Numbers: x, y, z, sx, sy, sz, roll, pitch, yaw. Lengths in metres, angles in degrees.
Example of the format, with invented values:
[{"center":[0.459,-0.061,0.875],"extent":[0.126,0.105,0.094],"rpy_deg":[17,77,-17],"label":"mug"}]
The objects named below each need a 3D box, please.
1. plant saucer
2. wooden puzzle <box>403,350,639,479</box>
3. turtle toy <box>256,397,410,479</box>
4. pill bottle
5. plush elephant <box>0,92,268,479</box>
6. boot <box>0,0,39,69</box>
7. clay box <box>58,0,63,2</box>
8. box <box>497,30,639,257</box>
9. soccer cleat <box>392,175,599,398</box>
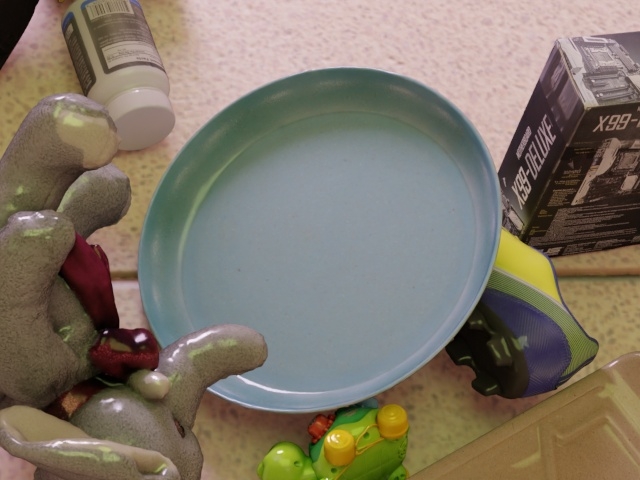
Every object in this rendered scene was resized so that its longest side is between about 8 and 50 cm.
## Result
[{"center":[0.000,0.000,1.212],"extent":[0.318,0.043,0.317],"rpy_deg":[-9,62,16],"label":"plant saucer"},{"center":[0.205,0.293,1.112],"extent":[0.348,0.080,0.322],"rpy_deg":[-28,66,-18],"label":"wooden puzzle"},{"center":[0.014,0.171,1.150],"extent":[0.130,0.095,0.066],"rpy_deg":[-22,43,-22],"label":"turtle toy"},{"center":[-0.183,-0.155,1.321],"extent":[0.078,0.078,0.137],"rpy_deg":[-13,62,-17],"label":"pill bottle"},{"center":[-0.166,0.097,1.047],"extent":[0.255,0.272,0.330],"rpy_deg":[34,72,2],"label":"plush elephant"},{"center":[-0.363,-0.324,1.326],"extent":[0.284,0.138,0.377],"rpy_deg":[27,84,12],"label":"boot"},{"center":[-0.231,-0.325,1.433],"extent":[0.127,0.053,0.222],"rpy_deg":[-20,65,-17],"label":"clay box"},{"center":[0.322,-0.087,1.265],"extent":[0.307,0.242,0.076],"rpy_deg":[-7,60,-13],"label":"box"},{"center":[0.134,0.014,1.255],"extent":[0.121,0.093,0.289],"rpy_deg":[-13,54,-25],"label":"soccer cleat"}]
